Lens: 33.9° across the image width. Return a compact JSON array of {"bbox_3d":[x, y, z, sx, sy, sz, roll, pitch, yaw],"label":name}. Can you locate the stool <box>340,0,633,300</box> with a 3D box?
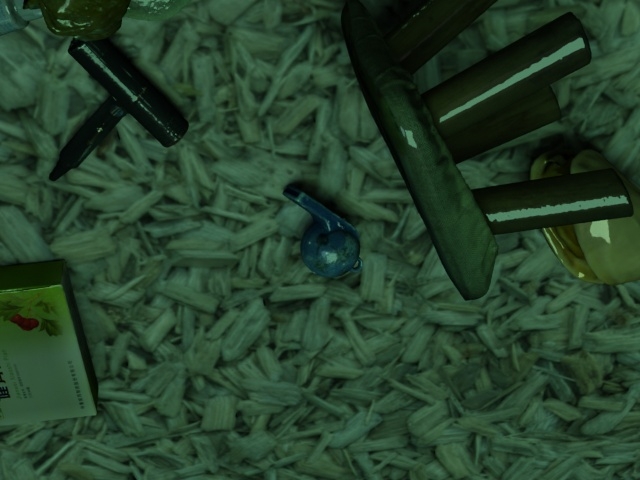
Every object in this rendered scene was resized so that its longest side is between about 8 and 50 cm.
[{"bbox_3d":[0.183,-0.140,1.204,0.226,0.310,0.310,-23,128,5],"label":"stool"}]

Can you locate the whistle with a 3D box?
[{"bbox_3d":[0.000,0.000,1.424,0.158,0.090,0.090,33,117,-28],"label":"whistle"}]

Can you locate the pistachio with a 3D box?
[{"bbox_3d":[0.374,-0.032,1.414,0.157,0.157,0.229,-35,118,19],"label":"pistachio"}]

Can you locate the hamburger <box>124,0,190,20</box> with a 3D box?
[{"bbox_3d":[-0.177,-0.305,1.186,0.084,0.054,0.121,14,117,-15],"label":"hamburger"}]

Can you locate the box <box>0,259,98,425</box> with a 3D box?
[{"bbox_3d":[-0.428,0.152,1.501,0.175,0.062,0.260,-6,129,-3],"label":"box"}]

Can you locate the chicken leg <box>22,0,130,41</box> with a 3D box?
[{"bbox_3d":[-0.136,-0.330,1.058,0.429,0.152,0.201,-32,153,23],"label":"chicken leg"}]

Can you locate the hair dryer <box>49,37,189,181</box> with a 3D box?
[{"bbox_3d":[-0.292,-0.150,1.298,0.195,0.050,0.173,-30,123,19],"label":"hair dryer"}]

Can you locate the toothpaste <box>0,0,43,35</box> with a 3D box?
[{"bbox_3d":[-0.413,-0.255,1.197,0.234,0.057,0.089,-11,128,9],"label":"toothpaste"}]
